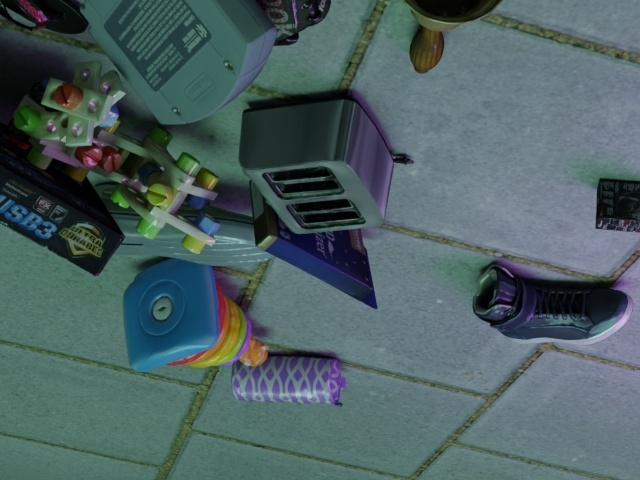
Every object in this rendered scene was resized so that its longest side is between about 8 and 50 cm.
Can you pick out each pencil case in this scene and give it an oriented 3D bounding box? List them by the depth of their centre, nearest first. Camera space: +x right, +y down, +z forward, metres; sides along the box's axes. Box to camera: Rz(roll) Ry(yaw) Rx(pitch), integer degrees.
[{"bbox_3d":[-0.058,0.250,2.354,0.206,0.086,0.088,1,177,16],"label":"pencil case"}]

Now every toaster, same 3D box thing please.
[{"bbox_3d":[0.003,-0.098,1.699,0.185,0.110,0.168,-5,148,22],"label":"toaster"}]

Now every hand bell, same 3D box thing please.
[{"bbox_3d":[0.125,-0.244,1.449,0.126,0.126,0.242,10,163,-1],"label":"hand bell"}]

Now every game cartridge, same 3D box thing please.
[{"bbox_3d":[-0.156,-0.231,1.427,0.196,0.060,0.294,56,154,-5],"label":"game cartridge"}]

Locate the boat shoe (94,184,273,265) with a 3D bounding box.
[{"bbox_3d":[-0.206,-0.030,1.888,0.302,0.094,0.109,6,156,8],"label":"boat shoe"}]

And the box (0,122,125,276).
[{"bbox_3d":[-0.415,-0.096,1.675,0.295,0.073,0.293,32,-173,-29],"label":"box"}]

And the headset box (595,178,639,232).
[{"bbox_3d":[0.406,-0.045,1.727,0.083,0.062,0.032,5,151,6],"label":"headset box"}]

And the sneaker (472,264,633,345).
[{"bbox_3d":[0.336,0.094,1.963,0.226,0.086,0.163,-12,147,35],"label":"sneaker"}]

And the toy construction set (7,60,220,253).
[{"bbox_3d":[-0.267,-0.111,1.659,0.215,0.151,0.328,40,176,33],"label":"toy construction set"}]

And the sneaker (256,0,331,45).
[{"bbox_3d":[-0.045,-0.293,1.386,0.135,0.098,0.276,13,152,-7],"label":"sneaker"}]

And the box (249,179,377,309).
[{"bbox_3d":[0.000,0.000,1.843,0.225,0.136,0.036,30,123,-32],"label":"box"}]

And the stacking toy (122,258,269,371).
[{"bbox_3d":[-0.175,0.152,2.168,0.175,0.166,0.302,-21,152,24],"label":"stacking toy"}]

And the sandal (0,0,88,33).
[{"bbox_3d":[-0.363,-0.280,1.550,0.179,0.040,0.067,23,147,-23],"label":"sandal"}]
